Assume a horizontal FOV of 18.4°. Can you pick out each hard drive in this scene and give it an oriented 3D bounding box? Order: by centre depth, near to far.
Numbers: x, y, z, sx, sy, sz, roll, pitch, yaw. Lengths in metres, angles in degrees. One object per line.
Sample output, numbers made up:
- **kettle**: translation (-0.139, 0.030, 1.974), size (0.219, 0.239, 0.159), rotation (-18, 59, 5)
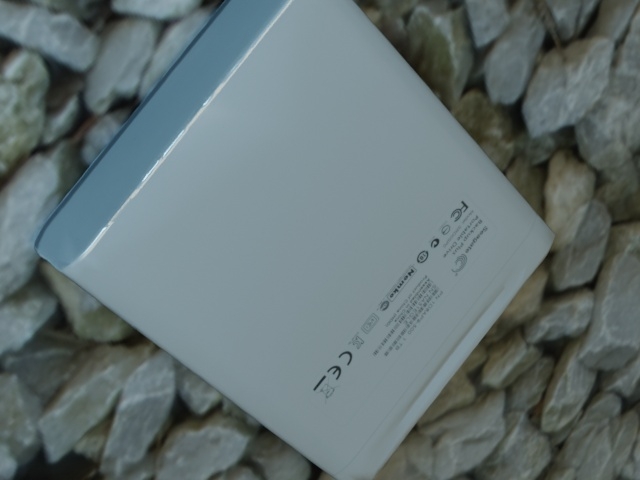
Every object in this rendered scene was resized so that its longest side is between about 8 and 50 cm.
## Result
- **hard drive**: translation (0.000, 0.000, 1.267), size (0.233, 0.047, 0.353), rotation (-52, 139, -4)
